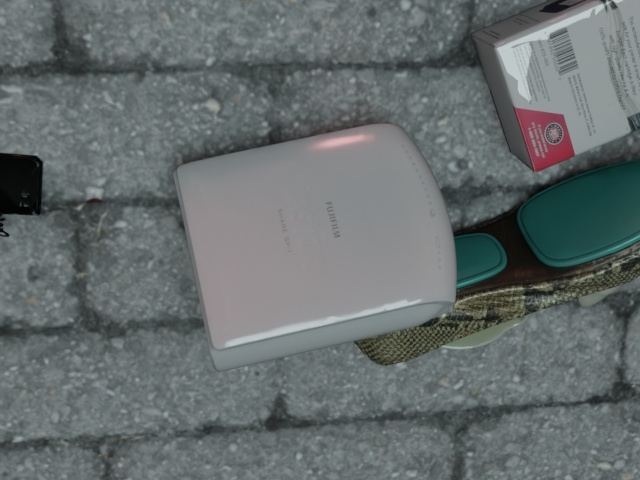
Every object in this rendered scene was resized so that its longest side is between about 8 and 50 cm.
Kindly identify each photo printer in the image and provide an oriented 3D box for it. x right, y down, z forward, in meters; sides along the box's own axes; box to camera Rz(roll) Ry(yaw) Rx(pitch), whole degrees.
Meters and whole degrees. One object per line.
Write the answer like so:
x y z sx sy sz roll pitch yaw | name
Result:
0.000 0.000 1.148 0.308 0.107 0.255 -12 70 -5 | photo printer

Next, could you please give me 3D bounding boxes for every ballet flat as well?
0.262 0.041 1.262 0.483 0.164 0.182 -21 134 4 | ballet flat

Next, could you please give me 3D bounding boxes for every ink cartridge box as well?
0.331 -0.214 1.189 0.237 0.100 0.171 -23 112 0 | ink cartridge box

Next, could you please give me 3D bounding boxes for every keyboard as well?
-0.431 -0.057 1.161 0.192 0.038 0.100 4 86 -10 | keyboard
